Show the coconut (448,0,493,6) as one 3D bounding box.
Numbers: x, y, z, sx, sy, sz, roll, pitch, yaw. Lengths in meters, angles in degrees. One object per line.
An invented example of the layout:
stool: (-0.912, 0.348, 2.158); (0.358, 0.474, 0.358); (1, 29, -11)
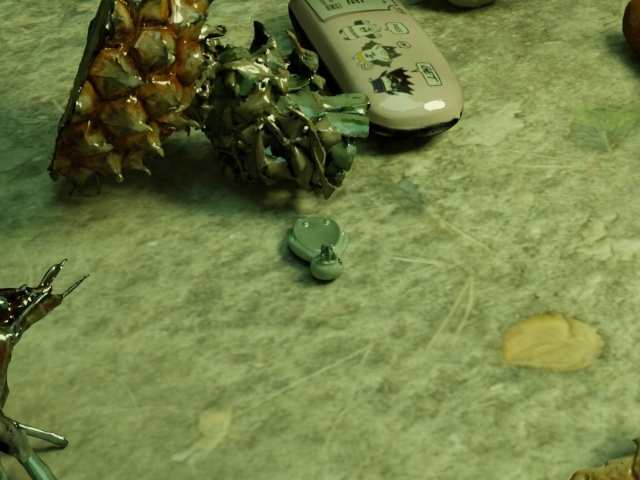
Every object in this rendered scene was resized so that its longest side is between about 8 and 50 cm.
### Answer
coconut: (0.190, -0.384, 1.288); (0.161, 0.161, 0.162); (2, 38, -2)

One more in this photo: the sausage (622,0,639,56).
sausage: (0.404, -0.185, 1.120); (0.103, 0.076, 0.302); (5, 40, 1)

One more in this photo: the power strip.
power strip: (0.000, 0.000, 0.906); (0.055, 0.035, 0.083); (-5, 38, -10)

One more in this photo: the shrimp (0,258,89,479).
shrimp: (-0.301, 0.149, 0.621); (0.410, 0.166, 0.221); (-26, 21, -37)

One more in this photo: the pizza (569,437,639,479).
pizza: (0.269, 0.147, 0.674); (0.305, 0.085, 0.161); (-51, 26, -21)

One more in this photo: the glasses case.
glasses case: (0.055, -0.209, 1.127); (0.122, 0.075, 0.314); (-8, 41, -17)

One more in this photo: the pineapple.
pineapple: (-0.090, -0.127, 0.951); (0.271, 0.262, 0.262); (19, 37, -17)
